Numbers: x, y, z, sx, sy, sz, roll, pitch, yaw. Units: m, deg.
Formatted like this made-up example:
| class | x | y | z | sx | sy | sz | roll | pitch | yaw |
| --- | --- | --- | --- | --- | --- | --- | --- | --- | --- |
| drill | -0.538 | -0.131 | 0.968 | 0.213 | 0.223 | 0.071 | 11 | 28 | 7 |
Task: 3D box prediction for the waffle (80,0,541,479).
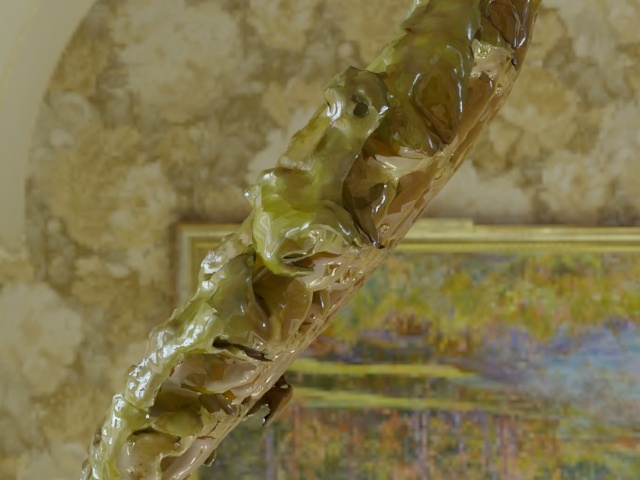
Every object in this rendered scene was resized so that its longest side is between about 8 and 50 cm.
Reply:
| class | x | y | z | sx | sy | sz | roll | pitch | yaw |
| --- | --- | --- | --- | --- | --- | --- | --- | --- | --- |
| waffle | 0.000 | 0.000 | 0.566 | 0.325 | 0.068 | 0.302 | -47 | 172 | -42 |
